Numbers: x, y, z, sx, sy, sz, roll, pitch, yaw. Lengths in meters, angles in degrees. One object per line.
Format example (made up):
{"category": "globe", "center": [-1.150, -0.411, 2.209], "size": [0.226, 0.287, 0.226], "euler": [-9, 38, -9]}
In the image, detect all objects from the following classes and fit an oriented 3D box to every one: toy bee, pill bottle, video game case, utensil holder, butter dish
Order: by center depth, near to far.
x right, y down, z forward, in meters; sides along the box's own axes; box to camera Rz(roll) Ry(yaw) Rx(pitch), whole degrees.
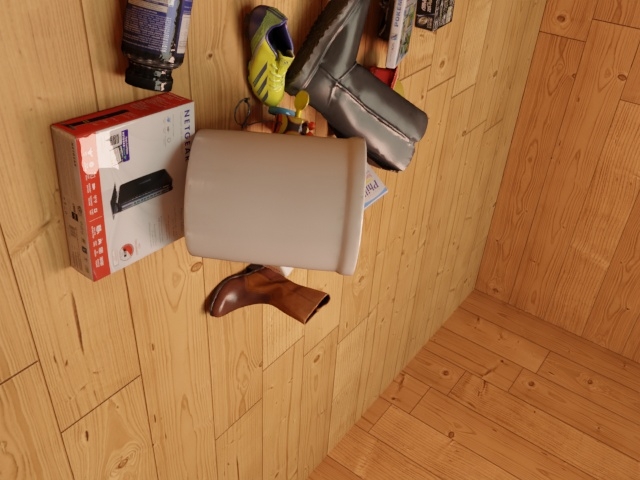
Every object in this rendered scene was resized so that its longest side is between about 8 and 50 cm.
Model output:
{"category": "pill bottle", "center": [-0.322, -0.411, 1.223], "size": [0.122, 0.122, 0.219], "euler": [-16, 126, -55]}
{"category": "utensil holder", "center": [-0.102, -0.095, 1.475], "size": [0.327, 0.385, 0.328], "euler": [-176, -90, -89]}
{"category": "toy bee", "center": [-0.076, -0.276, 1.606], "size": [0.298, 0.162, 0.195], "euler": [-39, 140, -56]}
{"category": "video game case", "center": [0.263, -0.714, 1.946], "size": [0.329, 0.036, 0.300], "euler": [-59, 159, -62]}
{"category": "butter dish", "center": [0.168, -0.501, 2.012], "size": [0.160, 0.118, 0.160], "euler": [-114, -140, -71]}

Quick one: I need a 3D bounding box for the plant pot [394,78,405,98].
{"category": "plant pot", "center": [0.239, -0.515, 2.154], "size": [0.081, 0.081, 0.083], "euler": [-33, 128, -45]}

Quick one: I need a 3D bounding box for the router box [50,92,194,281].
{"category": "router box", "center": [-0.407, -0.123, 1.353], "size": [0.301, 0.082, 0.336], "euler": [-33, 139, -45]}

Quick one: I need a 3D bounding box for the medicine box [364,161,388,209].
{"category": "medicine box", "center": [0.013, -0.090, 1.887], "size": [0.263, 0.149, 0.289], "euler": [-38, 180, -40]}

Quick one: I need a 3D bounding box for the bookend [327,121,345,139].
{"category": "bookend", "center": [0.082, -0.408, 1.953], "size": [0.157, 0.156, 0.072], "euler": [-29, -177, 46]}

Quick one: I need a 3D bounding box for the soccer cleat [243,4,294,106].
{"category": "soccer cleat", "center": [-0.117, -0.439, 1.548], "size": [0.093, 0.121, 0.289], "euler": [-48, 153, -30]}

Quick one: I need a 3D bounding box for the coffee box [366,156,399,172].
{"category": "coffee box", "center": [0.221, -0.335, 2.165], "size": [0.168, 0.118, 0.297], "euler": [-70, 164, 10]}

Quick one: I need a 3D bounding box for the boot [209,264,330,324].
{"category": "boot", "center": [-0.151, 0.190, 1.834], "size": [0.264, 0.280, 0.096], "euler": [-32, 138, -46]}

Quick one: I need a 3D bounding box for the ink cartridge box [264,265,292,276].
{"category": "ink cartridge box", "center": [-0.164, -0.021, 1.757], "size": [0.100, 0.171, 0.237], "euler": [-54, 150, -20]}

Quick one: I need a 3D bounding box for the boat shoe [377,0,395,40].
{"category": "boat shoe", "center": [0.210, -0.720, 1.942], "size": [0.206, 0.064, 0.075], "euler": [89, 15, -44]}

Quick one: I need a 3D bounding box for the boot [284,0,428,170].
{"category": "boot", "center": [0.155, -0.452, 1.768], "size": [0.445, 0.146, 0.367], "euler": [32, 95, -28]}

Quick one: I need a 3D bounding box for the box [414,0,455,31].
{"category": "box", "center": [0.405, -0.841, 2.171], "size": [0.147, 0.077, 0.180], "euler": [-39, 143, -39]}
